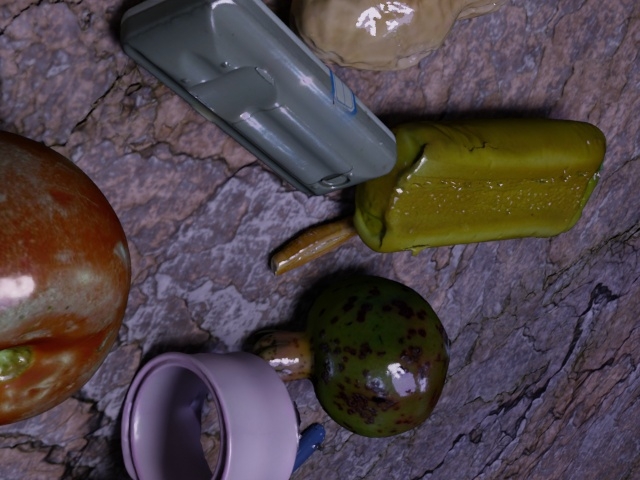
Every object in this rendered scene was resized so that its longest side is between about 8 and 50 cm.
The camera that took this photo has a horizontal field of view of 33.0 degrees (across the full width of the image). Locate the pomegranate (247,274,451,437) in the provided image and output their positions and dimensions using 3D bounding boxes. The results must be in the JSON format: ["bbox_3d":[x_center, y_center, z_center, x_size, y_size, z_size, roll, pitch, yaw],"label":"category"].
[{"bbox_3d":[0.037,0.138,1.305,0.248,0.202,0.202,-6,130,-7],"label":"pomegranate"}]

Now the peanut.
[{"bbox_3d":[0.101,-0.254,1.081,0.290,0.130,0.130,-32,138,-21],"label":"peanut"}]

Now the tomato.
[{"bbox_3d":[-0.294,0.028,0.877,0.270,0.223,0.270,-30,158,-14],"label":"tomato"}]

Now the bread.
[{"bbox_3d":[0.193,-0.078,1.321,0.383,0.112,0.166,-6,128,-39],"label":"bread"}]

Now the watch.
[{"bbox_3d":[-0.136,0.232,1.232,0.211,0.248,0.217,6,91,-44],"label":"watch"}]

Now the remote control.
[{"bbox_3d":[-0.048,-0.133,1.051,0.128,0.065,0.335,-15,150,27],"label":"remote control"}]

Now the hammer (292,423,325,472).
[{"bbox_3d":[-0.062,0.318,1.457,0.194,0.069,0.116,-42,141,-21],"label":"hammer"}]

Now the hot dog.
[{"bbox_3d":[-0.001,0.000,1.272,0.137,0.028,0.044,-26,162,-21],"label":"hot dog"}]
